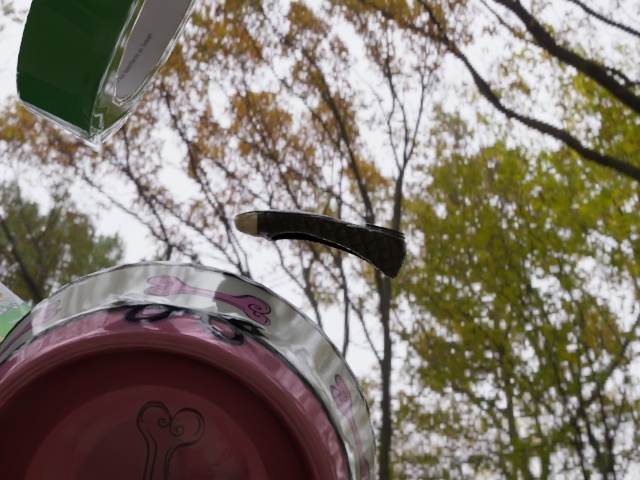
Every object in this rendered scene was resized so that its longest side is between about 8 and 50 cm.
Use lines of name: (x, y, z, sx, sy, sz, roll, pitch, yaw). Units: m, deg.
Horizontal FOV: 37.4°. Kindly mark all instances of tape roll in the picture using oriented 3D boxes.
tape roll: (-0.171, -0.248, 0.889, 0.077, 0.321, 0.321, 28, -49, -5)

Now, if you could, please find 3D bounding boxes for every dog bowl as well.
dog bowl: (-0.149, 0.230, 0.861, 0.408, 0.150, 0.407, 0, -83, 1)

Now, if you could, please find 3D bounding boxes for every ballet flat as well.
ballet flat: (0.000, 0.000, 0.919, 0.173, 0.049, 0.057, 11, -4, -3)

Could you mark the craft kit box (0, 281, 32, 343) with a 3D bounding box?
craft kit box: (-0.460, 0.073, 1.017, 0.247, 0.250, 0.061, 35, -65, 17)
